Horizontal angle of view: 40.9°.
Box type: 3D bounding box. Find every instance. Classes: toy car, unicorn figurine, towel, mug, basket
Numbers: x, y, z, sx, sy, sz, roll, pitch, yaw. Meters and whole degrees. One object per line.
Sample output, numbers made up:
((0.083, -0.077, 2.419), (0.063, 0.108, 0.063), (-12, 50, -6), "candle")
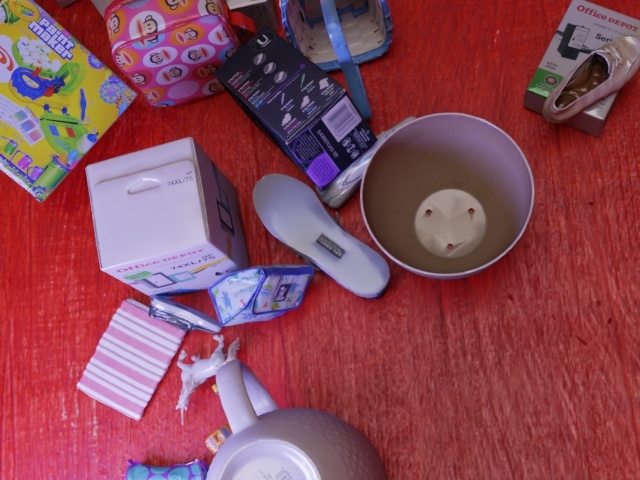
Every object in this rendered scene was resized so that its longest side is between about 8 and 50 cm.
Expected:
((-0.194, 0.323, 1.555), (0.060, 0.040, 0.122), (-22, 72, 5), "toy car")
((-0.218, 0.237, 1.559), (0.162, 0.060, 0.111), (-39, 33, 16), "unicorn figurine")
((-0.354, 0.223, 1.623), (0.144, 0.029, 0.197), (25, 81, 14), "towel")
((-0.065, 0.361, 1.368), (0.276, 0.328, 0.374), (-29, 71, 2), "mug")
((0.035, -0.397, 1.606), (0.201, 0.255, 0.289), (-18, 53, 4), "basket")

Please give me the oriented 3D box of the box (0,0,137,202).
((-0.560, -0.280, 1.648), (0.290, 0.177, 0.279), (43, 85, -22), "box")

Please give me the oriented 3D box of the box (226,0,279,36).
((-0.156, -0.534, 1.746), (0.103, 0.114, 0.203), (-10, 72, 8), "box")

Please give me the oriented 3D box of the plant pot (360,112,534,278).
((0.222, -0.055, 1.499), (0.284, 0.191, 0.284), (-3, 74, 10), "plant pot")

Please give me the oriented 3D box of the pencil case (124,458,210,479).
((-0.271, 0.425, 1.530), (0.151, 0.064, 0.070), (-4, 90, 10), "pencil case")

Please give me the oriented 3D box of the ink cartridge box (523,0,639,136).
((0.487, -0.319, 1.575), (0.153, 0.087, 0.208), (25, 80, 16), "ink cartridge box")

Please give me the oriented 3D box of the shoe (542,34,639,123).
((0.480, -0.283, 1.489), (0.219, 0.058, 0.076), (-40, 73, -1), "shoe")

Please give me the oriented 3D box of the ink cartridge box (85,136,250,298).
((-0.265, -0.030, 1.545), (0.198, 0.270, 0.197), (-14, 73, 7), "ink cartridge box")

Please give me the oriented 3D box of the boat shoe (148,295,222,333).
((-0.253, 0.147, 1.604), (0.142, 0.049, 0.040), (23, 97, -2), "boat shoe")

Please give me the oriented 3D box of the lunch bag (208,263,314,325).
((-0.100, 0.087, 1.526), (0.151, 0.128, 0.096), (-38, 67, 37), "lunch bag")

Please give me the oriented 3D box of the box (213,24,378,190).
((-0.048, -0.247, 1.580), (0.143, 0.165, 0.270), (-43, 52, -2), "box")

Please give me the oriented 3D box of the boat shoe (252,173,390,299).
((0.003, -0.003, 1.575), (0.306, 0.105, 0.113), (35, 80, 11), "boat shoe")

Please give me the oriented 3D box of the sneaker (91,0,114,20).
((-0.419, -0.568, 1.720), (0.169, 0.292, 0.108), (-34, 61, -3), "sneaker")

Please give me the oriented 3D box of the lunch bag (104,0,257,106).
((-0.247, -0.372, 1.626), (0.258, 0.293, 0.120), (-17, 74, 2), "lunch bag")

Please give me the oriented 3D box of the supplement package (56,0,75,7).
((-0.502, -0.671, 1.806), (0.262, 0.199, 0.198), (-25, 71, 3), "supplement package")

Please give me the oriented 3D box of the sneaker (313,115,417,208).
((0.087, -0.160, 1.608), (0.237, 0.085, 0.086), (-40, 87, -1), "sneaker")
